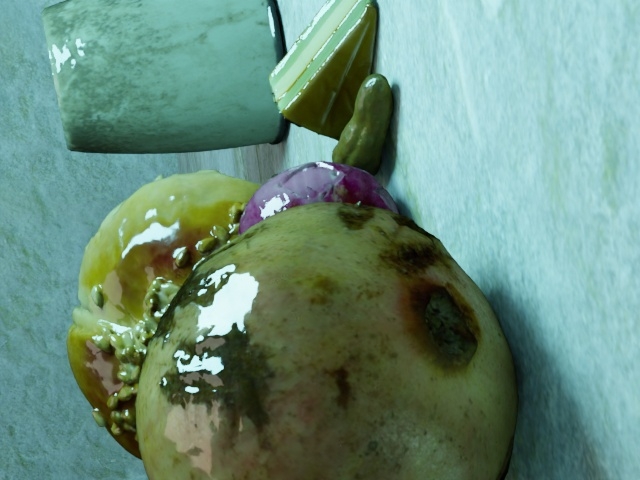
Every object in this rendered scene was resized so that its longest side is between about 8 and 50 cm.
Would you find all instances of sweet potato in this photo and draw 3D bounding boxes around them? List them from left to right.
[{"bbox_3d":[0.044,-0.106,1.061,0.182,0.054,0.053,107,141,-60],"label":"sweet potato"}]

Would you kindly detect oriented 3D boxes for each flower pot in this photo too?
[{"bbox_3d":[-0.237,-0.262,1.537,0.293,0.330,0.293,168,90,-76],"label":"flower pot"}]

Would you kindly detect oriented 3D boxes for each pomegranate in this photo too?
[{"bbox_3d":[0.010,0.124,0.823,0.322,0.322,0.322,170,90,-77],"label":"pomegranate"}]

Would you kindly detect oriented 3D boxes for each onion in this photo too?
[{"bbox_3d":[0.002,0.005,1.055,0.153,0.177,0.177,-32,-68,-80],"label":"onion"}]

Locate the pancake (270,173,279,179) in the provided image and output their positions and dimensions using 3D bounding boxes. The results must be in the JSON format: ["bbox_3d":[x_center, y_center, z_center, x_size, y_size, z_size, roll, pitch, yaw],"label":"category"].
[{"bbox_3d":[-0.065,-0.042,1.656,0.116,0.023,0.129,151,112,-76],"label":"pancake"}]

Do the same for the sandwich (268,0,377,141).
[{"bbox_3d":[0.038,-0.192,1.098,0.163,0.113,0.079,-50,41,28],"label":"sandwich"}]

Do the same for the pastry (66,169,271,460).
[{"bbox_3d":[-0.127,0.114,1.289,0.245,0.410,0.409,-109,11,-76],"label":"pastry"}]
